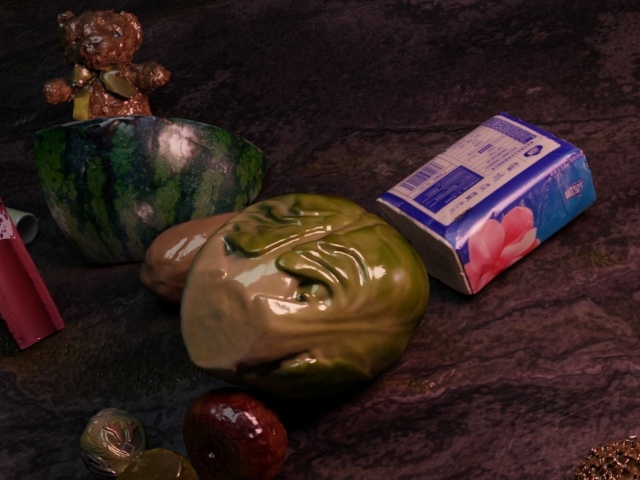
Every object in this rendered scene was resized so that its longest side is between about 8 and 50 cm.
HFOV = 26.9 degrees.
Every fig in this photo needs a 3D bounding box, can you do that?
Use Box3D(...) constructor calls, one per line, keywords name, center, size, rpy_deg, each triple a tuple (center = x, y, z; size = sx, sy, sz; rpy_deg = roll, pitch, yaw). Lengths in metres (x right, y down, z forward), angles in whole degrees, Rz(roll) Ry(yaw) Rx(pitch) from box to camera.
Box3D(name="fig", center=(-0.090, 0.258, 1.799), size=(0.134, 0.146, 0.201), rpy_deg=(-13, 0, 27))

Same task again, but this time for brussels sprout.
Box3D(name="brussels sprout", center=(-0.033, 0.083, 1.823), size=(0.289, 0.281, 0.355), rpy_deg=(35, 27, 29))

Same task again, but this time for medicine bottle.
Box3D(name="medicine bottle", center=(-0.605, -0.041, 2.399), size=(0.231, 0.059, 0.059), rpy_deg=(14, 47, 33))

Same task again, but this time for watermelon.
Box3D(name="watermelon", center=(-0.279, -0.068, 2.247), size=(0.292, 0.319, 0.222), rpy_deg=(-5, 73, 26))

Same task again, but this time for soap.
Box3D(name="soap", center=(-0.501, 0.041, 2.099), size=(0.099, 0.250, 0.162), rpy_deg=(-27, 40, -10))

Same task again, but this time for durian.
Box3D(name="durian", center=(0.358, 0.291, 1.584), size=(0.188, 0.091, 0.148), rpy_deg=(-37, 41, -21))

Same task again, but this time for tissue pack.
Box3D(name="tissue pack", center=(0.252, -0.057, 2.033), size=(0.270, 0.137, 0.209), rpy_deg=(-36, 41, -18))

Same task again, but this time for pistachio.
Box3D(name="pistachio", center=(-0.178, 0.023, 2.107), size=(0.226, 0.135, 0.136), rpy_deg=(-23, 37, -18))

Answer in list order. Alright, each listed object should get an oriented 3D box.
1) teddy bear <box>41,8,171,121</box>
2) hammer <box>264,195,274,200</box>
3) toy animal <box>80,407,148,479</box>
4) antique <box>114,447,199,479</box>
Box3D(name="teddy bear", center=(-0.399, -0.281, 2.488), size=(0.246, 0.222, 0.296), rpy_deg=(-10, 38, 5))
Box3D(name="hammer", center=(0.000, 0.000, 2.076), size=(0.159, 0.041, 0.226), rpy_deg=(8, 26, -46))
Box3D(name="toy animal", center=(-0.281, 0.299, 1.833), size=(0.098, 0.098, 0.137), rpy_deg=(-18, 63, -1))
Box3D(name="antique", center=(-0.246, 0.366, 1.713), size=(0.081, 0.080, 0.221), rpy_deg=(24, 59, 40))
